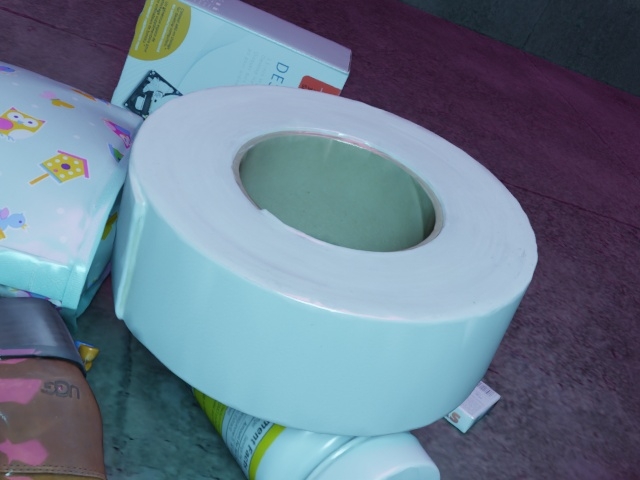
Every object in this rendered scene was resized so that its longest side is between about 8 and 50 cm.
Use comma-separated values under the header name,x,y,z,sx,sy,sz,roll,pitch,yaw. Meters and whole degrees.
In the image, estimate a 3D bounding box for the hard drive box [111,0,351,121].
name,x,y,z,sx,sy,sz,roll,pitch,yaw
hard drive box,-0.105,-0.175,1.046,0.232,0.181,0.089,21,27,-7

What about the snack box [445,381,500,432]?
name,x,y,z,sx,sy,sz,roll,pitch,yaw
snack box,0.085,0.110,0.872,0.178,0.022,0.064,38,30,22

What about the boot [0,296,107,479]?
name,x,y,z,sx,sy,sz,roll,pitch,yaw
boot,-0.212,0.176,0.445,0.264,0.096,0.280,-6,54,-35

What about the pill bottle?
name,x,y,z,sx,sy,sz,roll,pitch,yaw
pill bottle,-0.015,0.119,0.658,0.119,0.119,0.208,0,37,-42

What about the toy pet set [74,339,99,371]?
name,x,y,z,sx,sy,sz,roll,pitch,yaw
toy pet set,-0.220,0.089,0.626,0.122,0.065,0.114,20,-8,-18

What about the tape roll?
name,x,y,z,sx,sy,sz,roll,pitch,yaw
tape roll,0.000,0.000,0.639,0.286,0.100,0.286,13,34,-9

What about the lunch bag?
name,x,y,z,sx,sy,sz,roll,pitch,yaw
lunch bag,-0.255,-0.037,0.683,0.223,0.160,0.262,20,20,-9
